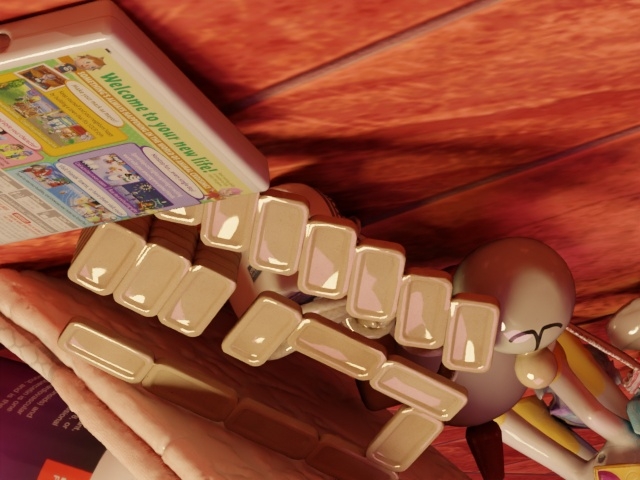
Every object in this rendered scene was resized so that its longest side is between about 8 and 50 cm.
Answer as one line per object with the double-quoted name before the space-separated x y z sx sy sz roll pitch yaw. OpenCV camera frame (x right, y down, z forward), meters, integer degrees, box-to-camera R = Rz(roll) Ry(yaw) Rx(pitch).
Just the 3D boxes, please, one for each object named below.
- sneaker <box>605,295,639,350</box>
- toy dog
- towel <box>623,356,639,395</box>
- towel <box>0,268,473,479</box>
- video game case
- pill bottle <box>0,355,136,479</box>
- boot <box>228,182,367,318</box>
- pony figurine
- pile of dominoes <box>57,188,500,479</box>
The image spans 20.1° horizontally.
"sneaker" 0.359 0.085 1.529 0.232 0.115 0.090 -6 165 -7
"toy dog" 0.110 0.094 1.233 0.220 0.161 0.334 -20 175 14
"towel" 0.424 0.127 1.909 0.197 0.029 0.144 -10 165 1
"towel" -0.038 0.136 1.246 0.332 0.317 0.053 13 110 -53
"video game case" -0.150 -0.050 0.908 0.193 0.023 0.212 -11 159 15
"pill bottle" -0.193 0.191 1.329 0.323 0.181 0.181 13 175 27
"boot" 0.000 0.000 1.153 0.086 0.069 0.190 -17 172 -21
"pony figurine" 0.295 0.225 1.553 0.303 0.363 0.351 -53 146 8
"pile of dominoes" -0.022 0.041 1.083 0.251 0.040 0.196 27 131 -14
